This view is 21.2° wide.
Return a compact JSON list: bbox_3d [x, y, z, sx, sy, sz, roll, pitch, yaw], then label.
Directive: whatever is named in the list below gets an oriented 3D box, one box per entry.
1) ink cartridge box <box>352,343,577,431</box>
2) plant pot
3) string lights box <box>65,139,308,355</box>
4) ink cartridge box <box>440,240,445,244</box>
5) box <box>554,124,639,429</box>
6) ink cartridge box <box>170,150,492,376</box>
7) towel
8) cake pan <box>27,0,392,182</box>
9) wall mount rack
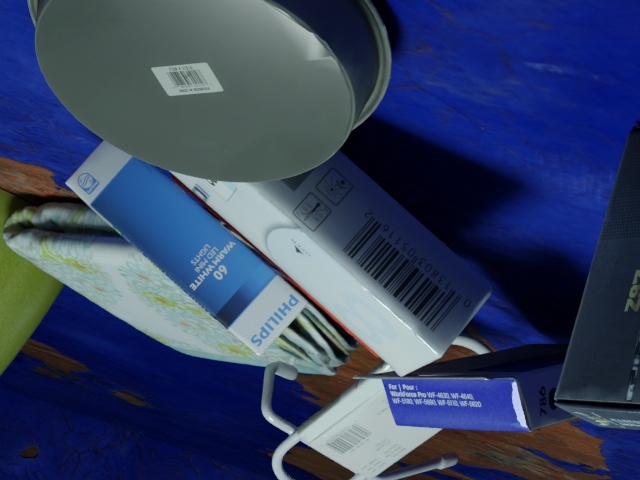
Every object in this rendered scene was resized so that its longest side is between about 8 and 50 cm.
[{"bbox_3d":[0.195,0.150,1.742,0.165,0.065,0.332,-2,-179,40],"label":"ink cartridge box"},{"bbox_3d":[-0.494,0.090,2.254,0.274,0.294,0.275,19,163,6],"label":"plant pot"},{"bbox_3d":[-0.133,0.005,1.743,0.259,0.077,0.133,41,178,0],"label":"string lights box"},{"bbox_3d":[0.072,0.028,1.787,0.104,0.060,0.180,19,162,6],"label":"ink cartridge box"},{"bbox_3d":[0.277,0.023,1.230,0.059,0.233,0.183,28,163,-31],"label":"box"},{"bbox_3d":[-0.028,0.011,1.649,0.308,0.091,0.385,41,161,-2],"label":"ink cartridge box"},{"bbox_3d":[-0.170,0.054,2.127,0.374,0.090,0.320,4,154,43],"label":"towel"},{"bbox_3d":[-0.093,-0.142,1.319,0.293,0.054,0.293,10,147,7],"label":"cake pan"},{"bbox_3d":[0.113,0.193,2.020,0.304,0.130,0.350,32,130,-23],"label":"wall mount rack"}]
